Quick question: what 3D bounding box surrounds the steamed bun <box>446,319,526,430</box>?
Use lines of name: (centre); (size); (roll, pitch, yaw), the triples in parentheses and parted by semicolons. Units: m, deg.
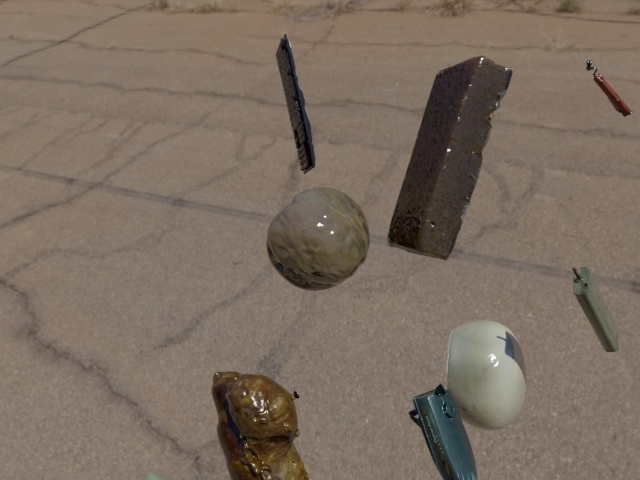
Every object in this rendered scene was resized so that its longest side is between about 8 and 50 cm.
steamed bun: (0.513, 0.406, 1.366); (0.206, 0.324, 0.324); (-4, 37, 28)

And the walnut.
walnut: (-0.002, 0.001, 1.048); (0.248, 0.248, 0.248); (-3, 40, 3)

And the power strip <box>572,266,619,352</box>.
power strip: (0.663, 0.158, 1.088); (0.034, 0.268, 0.092); (-18, 31, 40)

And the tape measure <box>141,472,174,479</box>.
tape measure: (-0.077, 0.302, 0.396); (0.235, 0.207, 0.115); (30, 55, 8)

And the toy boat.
toy boat: (0.272, 0.442, 0.970); (0.093, 0.103, 0.246); (-1, 65, -40)

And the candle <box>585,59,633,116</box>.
candle: (0.654, -0.346, 1.025); (0.021, 0.167, 0.026); (-52, 15, -4)

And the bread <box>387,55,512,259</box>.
bread: (0.268, -0.166, 0.966); (0.113, 0.416, 0.165); (16, 4, -18)

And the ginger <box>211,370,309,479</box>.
ginger: (-0.121, 0.496, 1.054); (0.176, 0.418, 0.254); (-16, -7, -42)

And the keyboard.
keyboard: (-0.040, -0.201, 0.679); (0.015, 0.196, 0.074); (-12, 0, -20)
